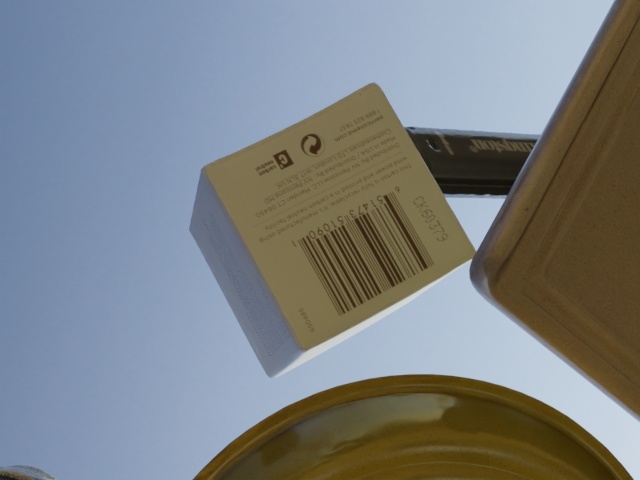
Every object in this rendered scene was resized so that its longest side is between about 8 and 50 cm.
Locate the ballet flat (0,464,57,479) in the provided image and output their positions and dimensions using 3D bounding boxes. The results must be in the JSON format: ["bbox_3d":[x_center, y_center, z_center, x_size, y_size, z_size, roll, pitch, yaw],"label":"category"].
[{"bbox_3d":[-0.299,0.253,0.924,0.123,0.348,0.123,33,-133,-45],"label":"ballet flat"}]

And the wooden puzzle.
[{"bbox_3d":[0.180,-0.022,0.480,0.238,0.044,0.221,38,-104,-33],"label":"wooden puzzle"}]

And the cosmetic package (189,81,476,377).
[{"bbox_3d":[0.000,0.000,0.824,0.151,0.184,0.151,-28,-97,-16],"label":"cosmetic package"}]

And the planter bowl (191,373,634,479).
[{"bbox_3d":[0.040,0.160,0.355,0.217,0.090,0.217,-1,-85,-9],"label":"planter bowl"}]

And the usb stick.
[{"bbox_3d":[0.182,-0.074,1.028,0.278,0.045,0.077,-1,-125,-34],"label":"usb stick"}]
